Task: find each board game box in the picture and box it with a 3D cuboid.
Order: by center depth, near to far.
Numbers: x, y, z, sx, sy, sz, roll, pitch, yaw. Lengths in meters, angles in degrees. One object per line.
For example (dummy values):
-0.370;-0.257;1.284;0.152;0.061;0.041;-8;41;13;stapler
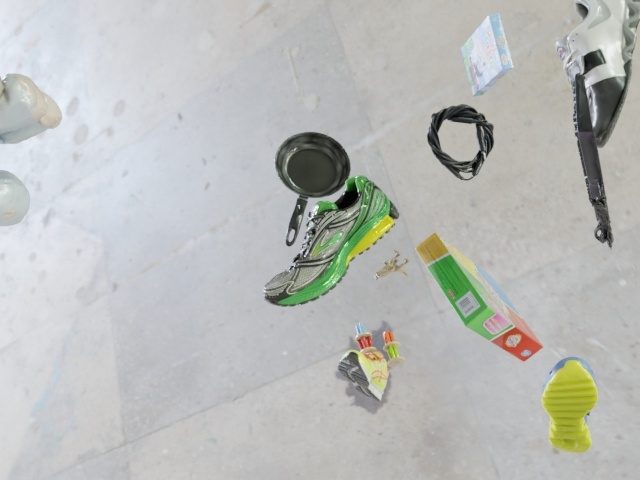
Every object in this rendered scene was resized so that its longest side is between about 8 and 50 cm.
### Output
0.377;0.137;1.441;0.064;0.316;0.242;-42;47;17;board game box
0.478;-0.530;1.765;0.039;0.211;0.160;-12;84;-10;board game box

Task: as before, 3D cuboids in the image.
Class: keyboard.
0.448;-0.108;1.004;0.033;0.317;0.202;-11;62;26;keyboard

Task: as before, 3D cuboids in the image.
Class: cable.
0.322;-0.234;1.394;0.150;0.184;0.047;-52;24;2;cable

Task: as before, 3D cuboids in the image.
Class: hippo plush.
-0.564;-0.137;0.965;0.234;0.294;0.237;-9;81;49;hippo plush

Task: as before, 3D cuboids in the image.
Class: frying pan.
-0.011;-0.132;1.546;0.197;0.053;0.326;-4;67;-10;frying pan

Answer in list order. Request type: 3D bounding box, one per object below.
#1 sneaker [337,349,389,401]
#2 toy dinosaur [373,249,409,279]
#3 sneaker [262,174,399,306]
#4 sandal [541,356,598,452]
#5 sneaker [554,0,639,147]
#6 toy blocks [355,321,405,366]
0.105;0.283;1.378;0.081;0.208;0.094;21;68;30;sneaker
0.221;0.079;1.846;0.053;0.183;0.093;51;122;28;toy dinosaur
0.000;0.000;1.285;0.343;0.146;0.134;-46;25;-12;sneaker
0.610;0.385;1.506;0.126;0.317;0.138;3;43;18;sandal
0.527;-0.335;1.193;0.146;0.122;0.331;11;73;15;sneaker
0.168;0.300;1.785;0.123;0.054;0.148;-13;53;-5;toy blocks
